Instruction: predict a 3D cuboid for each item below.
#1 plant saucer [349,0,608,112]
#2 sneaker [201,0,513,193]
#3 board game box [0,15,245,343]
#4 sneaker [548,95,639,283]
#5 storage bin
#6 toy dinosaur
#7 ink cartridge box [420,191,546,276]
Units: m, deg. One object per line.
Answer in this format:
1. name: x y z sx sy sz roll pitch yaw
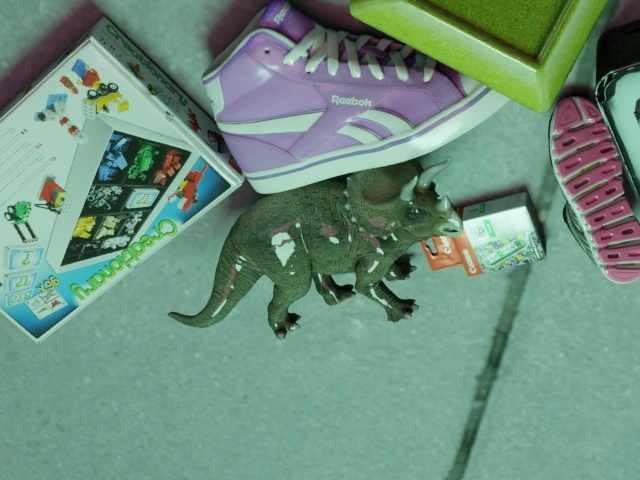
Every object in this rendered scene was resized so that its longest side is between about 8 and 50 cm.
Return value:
1. plant saucer: 0.146 -0.222 1.212 0.188 0.045 0.188 27 98 -6
2. sneaker: 0.027 -0.147 1.303 0.282 0.102 0.161 -17 115 21
3. board game box: -0.239 -0.048 1.444 0.305 0.053 0.193 -36 110 29
4. sneaker: 0.239 -0.045 1.352 0.063 0.075 0.170 -23 97 -5
5. storage bin: 0.315 -0.099 1.288 0.122 0.084 0.180 -17 118 21
6. toy dinosaur: 0.000 0.000 1.396 0.313 0.121 0.160 -10 120 23
7. ink cartridge box: 0.147 -0.001 1.417 0.115 0.029 0.063 -15 120 19
